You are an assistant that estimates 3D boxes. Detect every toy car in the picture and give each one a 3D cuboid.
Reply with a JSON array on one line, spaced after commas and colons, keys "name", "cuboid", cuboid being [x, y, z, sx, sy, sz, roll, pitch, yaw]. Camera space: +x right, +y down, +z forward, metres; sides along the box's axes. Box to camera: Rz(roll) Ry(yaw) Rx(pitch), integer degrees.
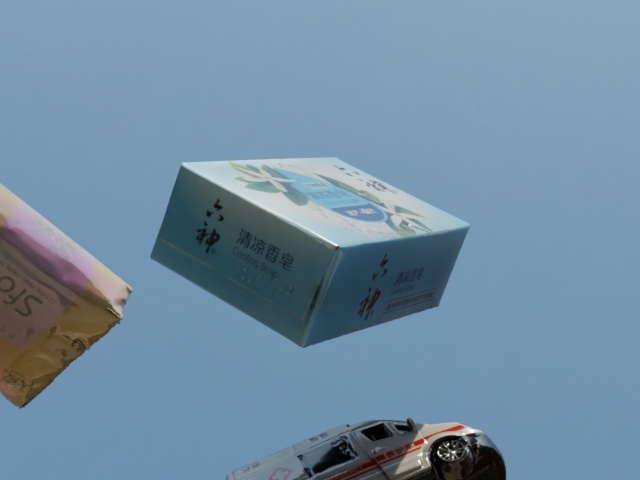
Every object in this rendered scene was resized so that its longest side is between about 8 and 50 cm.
[{"name": "toy car", "cuboid": [0.033, 0.192, 0.894, 0.209, 0.108, 0.089, -22, -57, -8]}]

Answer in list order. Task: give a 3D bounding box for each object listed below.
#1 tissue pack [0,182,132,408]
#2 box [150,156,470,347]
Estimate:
[{"name": "tissue pack", "cuboid": [-0.402, 0.060, 1.474, 0.215, 0.123, 0.256, -41, -65, 18]}, {"name": "box", "cuboid": [0.000, 0.000, 0.900, 0.142, 0.232, 0.083, 28, -71, 26]}]
